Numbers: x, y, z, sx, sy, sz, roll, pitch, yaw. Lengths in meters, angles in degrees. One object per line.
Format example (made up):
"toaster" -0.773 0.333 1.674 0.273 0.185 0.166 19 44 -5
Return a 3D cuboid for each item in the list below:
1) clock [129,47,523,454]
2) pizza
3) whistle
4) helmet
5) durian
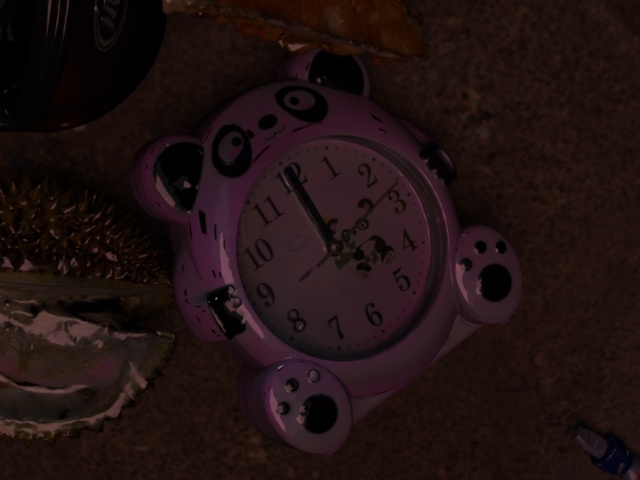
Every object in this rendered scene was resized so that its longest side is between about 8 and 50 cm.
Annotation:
"clock" 0.000 0.000 1.010 0.228 0.090 0.248 -35 100 -18
"pizza" -0.013 -0.174 0.954 0.193 0.201 0.053 48 147 -11
"whistle" 0.237 0.173 1.141 0.083 0.029 0.033 34 69 -17
"helmet" -0.198 -0.163 0.930 0.193 0.216 0.189 0 100 -41
"durian" -0.225 0.033 1.026 0.237 0.138 0.193 31 107 -25
